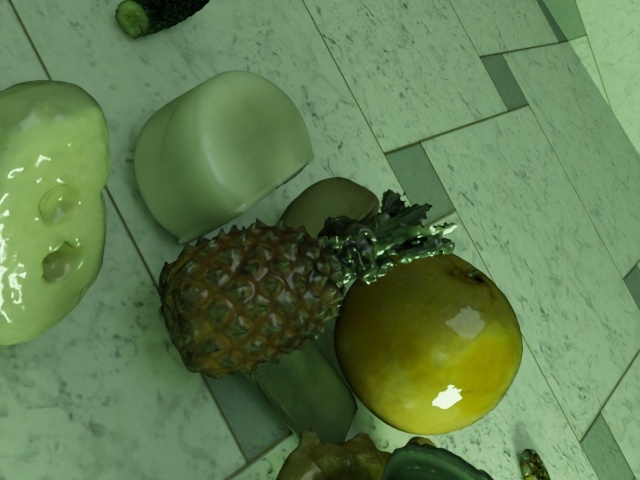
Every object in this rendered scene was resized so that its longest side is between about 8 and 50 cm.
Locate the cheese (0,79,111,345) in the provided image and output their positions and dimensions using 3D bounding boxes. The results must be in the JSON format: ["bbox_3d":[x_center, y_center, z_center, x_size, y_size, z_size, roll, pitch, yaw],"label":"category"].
[{"bbox_3d":[-0.285,-0.023,0.806,0.248,0.251,0.174,66,33,-20],"label":"cheese"}]

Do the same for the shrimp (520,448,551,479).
[{"bbox_3d":[0.376,0.427,1.467,0.091,0.034,0.161,19,51,-45],"label":"shrimp"}]

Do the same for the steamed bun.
[{"bbox_3d":[-0.127,-0.118,1.119,0.164,0.146,0.241,60,34,-9],"label":"steamed bun"}]

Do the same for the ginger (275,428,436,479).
[{"bbox_3d":[0.058,0.296,1.095,0.298,0.065,0.118,18,54,-45],"label":"ginger"}]

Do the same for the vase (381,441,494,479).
[{"bbox_3d":[0.063,0.384,0.897,0.291,0.245,0.245,-30,90,-37],"label":"vase"}]

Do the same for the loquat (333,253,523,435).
[{"bbox_3d":[0.141,0.137,1.206,0.263,0.263,0.263,31,45,-36],"label":"loquat"}]

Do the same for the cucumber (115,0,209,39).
[{"bbox_3d":[-0.217,-0.330,1.240,0.058,0.058,0.187,55,34,-9],"label":"cucumber"}]

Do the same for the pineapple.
[{"bbox_3d":[-0.007,0.040,1.030,0.361,0.175,0.175,-16,77,-19],"label":"pineapple"}]

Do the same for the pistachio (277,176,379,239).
[{"bbox_3d":[0.000,0.000,1.202,0.126,0.152,0.223,52,55,-18],"label":"pistachio"}]

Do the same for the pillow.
[{"bbox_3d":[-0.024,0.181,1.117,0.208,0.053,0.119,54,43,-21],"label":"pillow"}]
